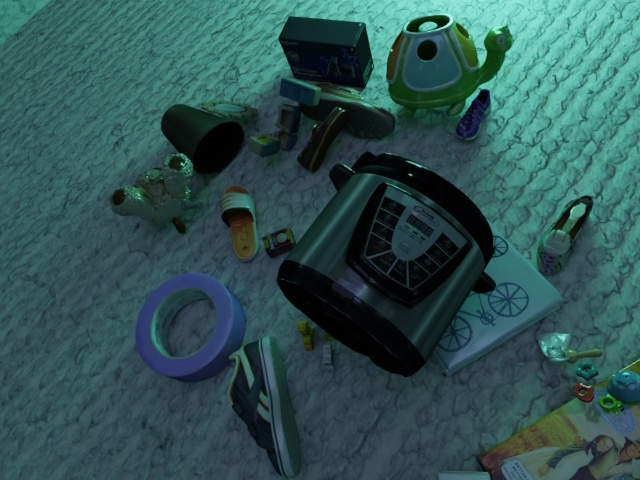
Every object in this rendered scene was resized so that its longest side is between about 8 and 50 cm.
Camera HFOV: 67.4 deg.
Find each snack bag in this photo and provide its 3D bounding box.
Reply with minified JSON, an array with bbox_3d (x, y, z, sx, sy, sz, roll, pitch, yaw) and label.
[{"bbox_3d":[0.345,0.105,1.176,0.323,0.037,0.343,-32,58,-3],"label":"snack bag"}]

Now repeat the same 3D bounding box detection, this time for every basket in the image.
[{"bbox_3d":[-0.390,-0.337,1.528,0.226,0.154,0.204,35,71,30],"label":"basket"}]

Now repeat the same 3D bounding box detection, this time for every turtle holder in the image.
[{"bbox_3d":[0.336,-0.488,1.325,0.320,0.228,0.243,17,53,32],"label":"turtle holder"}]

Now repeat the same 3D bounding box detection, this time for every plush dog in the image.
[{"bbox_3d":[-0.488,-0.148,1.462,0.262,0.211,0.225,-34,42,-6],"label":"plush dog"}]

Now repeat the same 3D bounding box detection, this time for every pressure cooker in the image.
[{"bbox_3d":[0.153,0.025,1.041,0.375,0.370,0.420,22,67,45],"label":"pressure cooker"}]

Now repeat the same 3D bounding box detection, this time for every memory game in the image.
[{"bbox_3d":[-0.295,-0.426,1.555,0.186,0.012,0.186,7,28,-4],"label":"memory game"}]

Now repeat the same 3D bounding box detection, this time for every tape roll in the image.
[{"bbox_3d":[-0.342,0.228,1.269,0.274,0.090,0.275,-6,62,12],"label":"tape roll"}]

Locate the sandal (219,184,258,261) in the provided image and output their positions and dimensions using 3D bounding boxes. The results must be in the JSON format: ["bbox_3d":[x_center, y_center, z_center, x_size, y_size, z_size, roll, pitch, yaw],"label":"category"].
[{"bbox_3d":[-0.237,-0.068,1.392,0.101,0.076,0.265,-21,61,4],"label":"sandal"}]

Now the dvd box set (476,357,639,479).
[{"bbox_3d":[0.570,0.458,0.927,0.420,0.062,0.308,-30,61,-1],"label":"dvd box set"}]

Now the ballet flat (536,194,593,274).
[{"bbox_3d":[0.586,-0.023,1.149,0.076,0.079,0.222,30,76,25],"label":"ballet flat"}]

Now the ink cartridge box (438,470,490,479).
[{"bbox_3d":[0.267,0.515,0.890,0.092,0.219,0.160,-4,63,13],"label":"ink cartridge box"}]

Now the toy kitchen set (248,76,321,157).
[{"bbox_3d":[-0.108,-0.356,1.410,0.122,0.207,0.166,27,33,25],"label":"toy kitchen set"}]

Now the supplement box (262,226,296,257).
[{"bbox_3d":[-0.114,0.005,1.342,0.083,0.043,0.055,-22,62,4],"label":"supplement box"}]

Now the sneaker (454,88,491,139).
[{"bbox_3d":[0.432,-0.360,1.361,0.068,0.071,0.170,21,72,23],"label":"sneaker"}]

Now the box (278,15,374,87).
[{"bbox_3d":[0.022,-0.597,1.522,0.261,0.184,0.103,15,69,22],"label":"box"}]

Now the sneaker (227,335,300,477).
[{"bbox_3d":[-0.135,0.391,1.115,0.127,0.126,0.321,-20,56,4],"label":"sneaker"}]

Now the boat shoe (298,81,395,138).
[{"bbox_3d":[0.087,-0.410,1.453,0.324,0.123,0.116,26,59,19],"label":"boat shoe"}]

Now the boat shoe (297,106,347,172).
[{"bbox_3d":[0.000,-0.305,1.411,0.073,0.073,0.207,39,105,22],"label":"boat shoe"}]

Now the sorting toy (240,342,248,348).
[{"bbox_3d":[-0.171,0.297,1.232,0.083,0.012,0.062,4,65,17],"label":"sorting toy"}]

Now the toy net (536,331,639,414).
[{"bbox_3d":[0.540,0.272,0.995,0.122,0.045,0.232,-38,28,-11],"label":"toy net"}]

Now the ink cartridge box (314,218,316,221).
[{"bbox_3d":[0.000,0.000,1.322,0.062,0.029,0.115,12,68,19],"label":"ink cartridge box"}]

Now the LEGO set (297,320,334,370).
[{"bbox_3d":[-0.013,0.201,1.191,0.086,0.093,0.227,-5,63,12],"label":"LEGO set"}]
